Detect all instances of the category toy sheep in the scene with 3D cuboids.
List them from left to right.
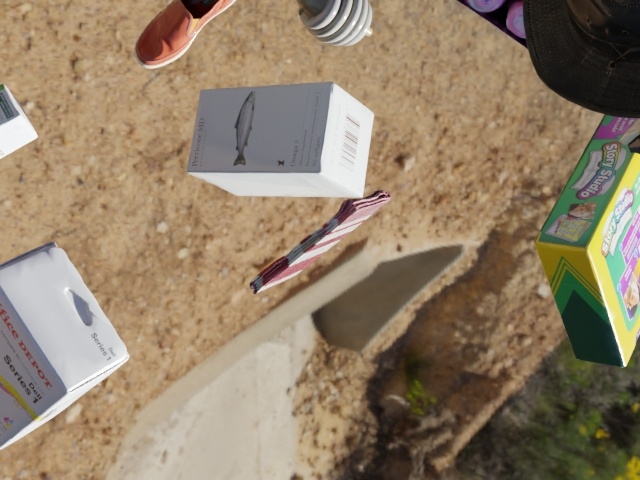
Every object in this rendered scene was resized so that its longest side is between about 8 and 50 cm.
[{"bbox_3d":[0.020,-0.282,1.059,0.132,0.091,0.091,12,89,-42],"label":"toy sheep"}]

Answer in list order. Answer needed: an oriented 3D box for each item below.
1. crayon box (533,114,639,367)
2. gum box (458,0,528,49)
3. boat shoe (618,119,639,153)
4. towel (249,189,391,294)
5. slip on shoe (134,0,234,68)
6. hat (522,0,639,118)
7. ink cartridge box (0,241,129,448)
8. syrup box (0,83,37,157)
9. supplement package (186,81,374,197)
[{"bbox_3d":[0.541,-0.008,1.590,0.363,0.106,0.313,-54,131,-31],"label":"crayon box"},{"bbox_3d":[0.252,-0.374,1.249,0.062,0.188,0.107,-50,-170,46],"label":"gum box"},{"bbox_3d":[0.511,-0.162,1.272,0.095,0.079,0.254,-51,174,-3],"label":"boat shoe"},{"bbox_3d":[0.000,0.000,1.976,0.037,0.329,0.237,54,24,8],"label":"towel"},{"bbox_3d":[-0.347,-0.567,2.189,0.331,0.123,0.101,-39,175,7],"label":"slip on shoe"},{"bbox_3d":[0.339,-0.293,0.937,0.134,0.331,0.331,19,83,-46],"label":"hat"},{"bbox_3d":[-0.432,0.159,1.259,0.117,0.278,0.201,-31,86,-49],"label":"ink cartridge box"},{"bbox_3d":[-0.717,-0.209,1.772,0.237,0.093,0.096,-30,158,-6],"label":"syrup box"},{"bbox_3d":[-0.046,-0.112,0.987,0.105,0.179,0.105,22,73,-58],"label":"supplement package"}]
